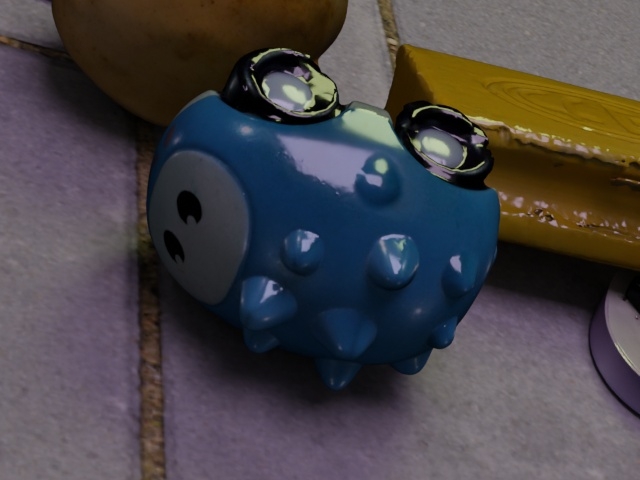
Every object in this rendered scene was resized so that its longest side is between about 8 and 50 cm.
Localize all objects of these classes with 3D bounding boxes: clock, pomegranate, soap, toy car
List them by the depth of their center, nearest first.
[{"bbox_3d":[0.000,0.000,1.165,0.255,0.188,0.190,21,44,-9],"label":"toy car"},{"bbox_3d":[-0.092,-0.199,1.324,0.233,0.233,0.233,17,36,-13],"label":"pomegranate"},{"bbox_3d":[0.305,0.073,1.372,0.198,0.064,0.172,-3,46,-37],"label":"clock"},{"bbox_3d":[0.218,-0.062,1.401,0.324,0.096,0.204,12,22,-14],"label":"soap"}]
